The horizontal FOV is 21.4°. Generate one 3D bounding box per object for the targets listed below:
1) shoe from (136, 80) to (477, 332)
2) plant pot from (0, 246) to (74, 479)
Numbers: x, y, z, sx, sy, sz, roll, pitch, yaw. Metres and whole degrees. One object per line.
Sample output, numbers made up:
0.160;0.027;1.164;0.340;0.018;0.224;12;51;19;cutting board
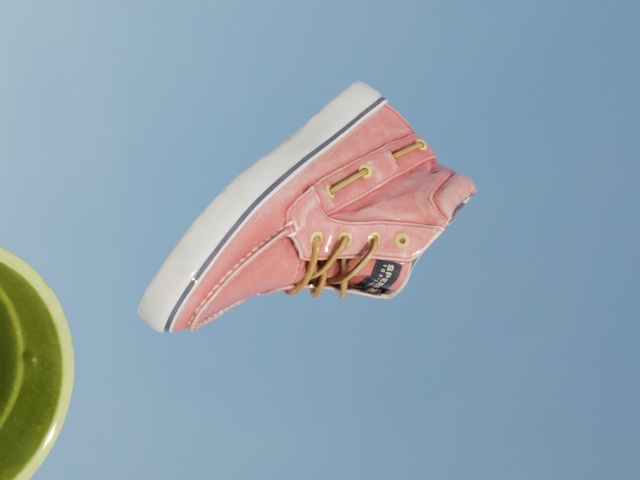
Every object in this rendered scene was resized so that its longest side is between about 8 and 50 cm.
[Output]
0.000;0.000;0.761;0.081;0.178;0.063;40;-41;7;shoe
-0.126;0.032;0.491;0.079;0.083;0.083;19;-77;53;plant pot
